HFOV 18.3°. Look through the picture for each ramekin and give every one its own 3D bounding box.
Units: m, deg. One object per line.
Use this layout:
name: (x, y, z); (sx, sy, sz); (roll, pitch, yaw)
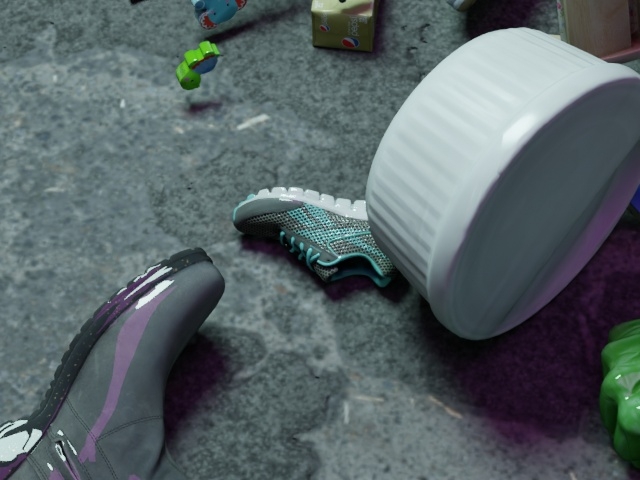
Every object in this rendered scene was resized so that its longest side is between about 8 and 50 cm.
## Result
ramekin: (0.156, -0.057, 1.698); (0.273, 0.273, 0.127); (-40, 60, -21)

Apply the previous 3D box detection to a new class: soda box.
soda box: (0.032, -0.275, 1.957); (0.061, 0.058, 0.181); (6, 58, 5)

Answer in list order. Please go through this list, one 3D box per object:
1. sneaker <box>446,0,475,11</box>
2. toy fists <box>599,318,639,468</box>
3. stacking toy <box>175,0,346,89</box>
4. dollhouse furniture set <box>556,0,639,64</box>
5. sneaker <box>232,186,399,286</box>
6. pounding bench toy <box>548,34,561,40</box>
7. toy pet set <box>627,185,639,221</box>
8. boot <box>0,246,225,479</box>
sneaker: (0.138, -0.355, 1.954); (0.153, 0.099, 0.282); (32, 55, -8)
toy fists: (0.314, 0.181, 1.649); (0.142, 0.096, 0.279); (-4, 56, -13)
stacking toy: (-0.069, -0.252, 1.915); (0.221, 0.052, 0.167); (-34, 47, 6)
dollhouse furniture set: (0.294, -0.250, 1.815); (0.355, 0.303, 0.174); (-15, 44, -3)
sneaker: (0.000, 0.000, 1.787); (0.166, 0.065, 0.076); (7, 63, 7)
pounding bench toy: (0.234, -0.165, 1.869); (0.052, 0.083, 0.065); (6, 59, 5)
toy pet set: (0.276, -0.066, 1.817); (0.122, 0.065, 0.114); (-32, 63, -17)
boot: (-0.139, 0.187, 1.657); (0.223, 0.118, 0.338); (36, 76, 18)
